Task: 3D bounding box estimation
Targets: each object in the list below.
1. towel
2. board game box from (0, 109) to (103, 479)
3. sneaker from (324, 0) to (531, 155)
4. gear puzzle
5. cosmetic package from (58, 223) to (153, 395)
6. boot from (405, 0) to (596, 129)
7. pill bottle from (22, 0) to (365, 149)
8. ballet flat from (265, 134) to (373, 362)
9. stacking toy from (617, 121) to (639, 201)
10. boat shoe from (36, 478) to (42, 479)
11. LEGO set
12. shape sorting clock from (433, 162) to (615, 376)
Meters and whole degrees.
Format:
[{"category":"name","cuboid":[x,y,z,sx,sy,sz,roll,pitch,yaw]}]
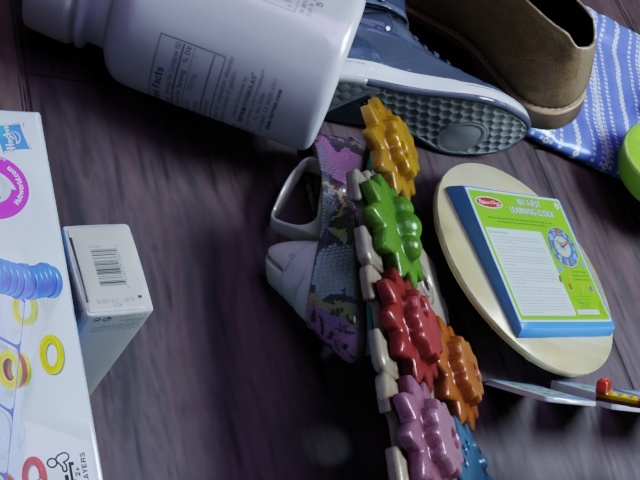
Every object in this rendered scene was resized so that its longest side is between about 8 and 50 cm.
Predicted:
[{"category":"towel","cuboid":[0.299,-0.165,1.166,0.336,0.040,0.243,22,48,-20]},{"category":"board game box","cuboid":[-0.268,0.081,0.523,0.302,0.086,0.308,-1,66,-35]},{"category":"sneaker","cuboid":[0.084,-0.171,0.988,0.226,0.086,0.163,13,54,-25]},{"category":"gear puzzle","cuboid":[0.077,0.039,0.785,0.175,0.044,0.339,46,30,-51]},{"category":"cosmetic package","cuboid":[-0.143,0.045,0.646,0.041,0.115,0.060,-2,58,-35]},{"category":"boot","cuboid":[0.148,-0.246,1.043,0.112,0.115,0.305,-30,62,-24]},{"category":"pill bottle","cuboid":[-0.093,-0.165,0.820,0.229,0.131,0.131,20,47,-4]},{"category":"ballet flat","cuboid":[0.000,0.000,0.819,0.079,0.077,0.221,8,45,-4]},{"category":"stacking toy","cuboid":[0.437,-0.028,1.117,0.279,0.130,0.309,30,46,18]},{"category":"boat shoe","cuboid":[-0.131,0.138,0.494,0.184,0.066,0.063,16,59,-16]},{"category":"LEGO set","cuboid":[0.262,0.112,0.795,0.182,0.244,0.060,10,89,-27]},{"category":"shape sorting clock","cuboid":[0.170,0.022,0.927,0.206,0.040,0.206,27,45,-31]}]
